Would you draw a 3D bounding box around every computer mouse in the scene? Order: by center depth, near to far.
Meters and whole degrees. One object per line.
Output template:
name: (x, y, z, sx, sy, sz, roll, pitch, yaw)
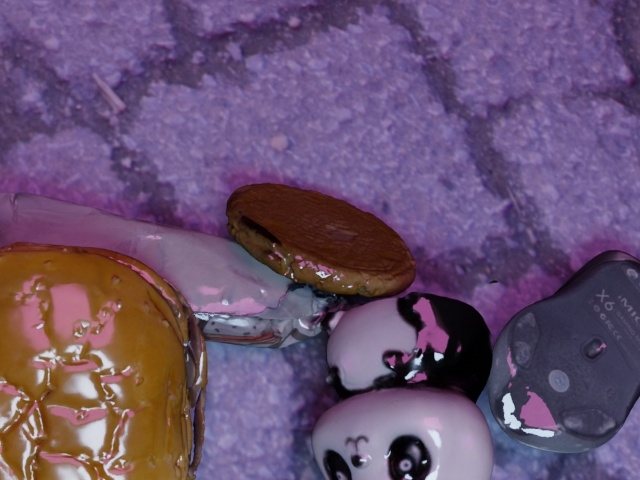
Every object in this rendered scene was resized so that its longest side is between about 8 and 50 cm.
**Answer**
computer mouse: (0.320, 0.112, 1.284, 0.379, 0.090, 0.167, -29, 82, -30)

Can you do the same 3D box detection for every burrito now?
burrito: (-0.160, 0.044, 1.209, 0.445, 0.101, 0.139, 12, 46, -6)

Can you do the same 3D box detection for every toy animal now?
toy animal: (0.088, 0.181, 1.152, 0.165, 0.187, 0.235, 31, 55, -37)

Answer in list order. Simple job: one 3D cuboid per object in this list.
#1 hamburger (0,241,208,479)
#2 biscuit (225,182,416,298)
hamburger: (-0.249, 0.146, 1.073, 0.319, 0.158, 0.318, 0, 91, -8)
biscuit: (0.000, 0.000, 1.235, 0.226, 0.042, 0.226, 17, 21, -7)
